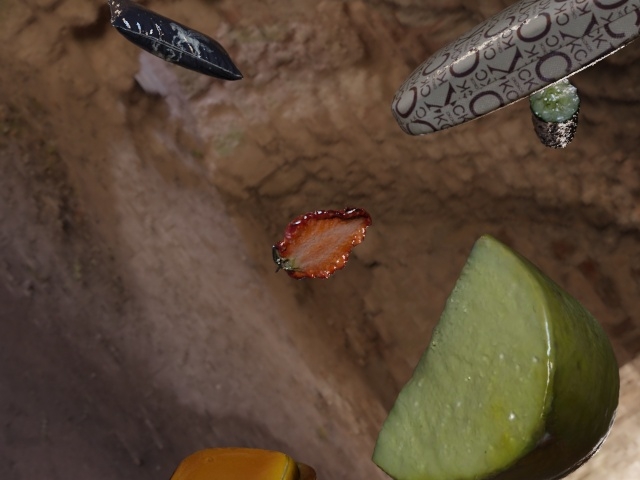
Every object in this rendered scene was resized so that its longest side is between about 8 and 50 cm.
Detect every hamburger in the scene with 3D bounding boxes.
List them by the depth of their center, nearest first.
[{"bbox_3d":[-0.068,0.238,0.833,0.166,0.137,0.087,-56,141,-54],"label":"hamburger"}]

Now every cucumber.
[{"bbox_3d":[0.343,-0.182,1.560,0.072,0.072,0.300,55,7,10],"label":"cucumber"}]

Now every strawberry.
[{"bbox_3d":[0.000,-0.001,1.448,0.104,0.152,0.048,59,4,-32],"label":"strawberry"}]

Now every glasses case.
[{"bbox_3d":[0.229,-0.210,1.117,0.085,0.354,0.137,55,33,-17],"label":"glasses case"}]

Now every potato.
[{"bbox_3d":[0.266,0.200,1.271,0.280,0.330,0.213,13,21,-38],"label":"potato"}]

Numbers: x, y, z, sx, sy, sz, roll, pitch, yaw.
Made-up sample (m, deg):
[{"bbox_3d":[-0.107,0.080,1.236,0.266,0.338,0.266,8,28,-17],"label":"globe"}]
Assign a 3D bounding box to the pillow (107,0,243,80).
[{"bbox_3d":[-0.219,-0.299,1.590,0.208,0.055,0.141,22,16,-23],"label":"pillow"}]
